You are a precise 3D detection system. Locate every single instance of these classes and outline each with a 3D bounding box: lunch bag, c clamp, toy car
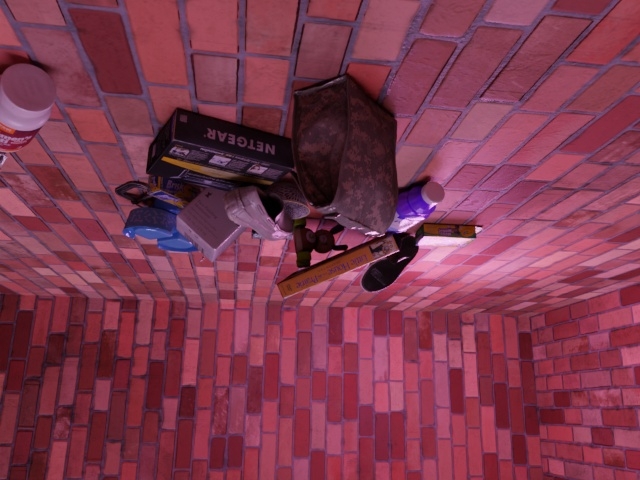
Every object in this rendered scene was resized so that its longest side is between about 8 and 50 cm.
[{"bbox_3d":[0.055,-0.159,1.239,0.169,0.287,0.235,-10,161,32],"label":"lunch bag"},{"bbox_3d":[-0.563,-0.142,1.798,0.137,0.022,0.161,26,152,-34],"label":"c clamp"},{"bbox_3d":[0.000,0.000,2.041,0.188,0.155,0.149,-7,164,-5],"label":"toy car"}]

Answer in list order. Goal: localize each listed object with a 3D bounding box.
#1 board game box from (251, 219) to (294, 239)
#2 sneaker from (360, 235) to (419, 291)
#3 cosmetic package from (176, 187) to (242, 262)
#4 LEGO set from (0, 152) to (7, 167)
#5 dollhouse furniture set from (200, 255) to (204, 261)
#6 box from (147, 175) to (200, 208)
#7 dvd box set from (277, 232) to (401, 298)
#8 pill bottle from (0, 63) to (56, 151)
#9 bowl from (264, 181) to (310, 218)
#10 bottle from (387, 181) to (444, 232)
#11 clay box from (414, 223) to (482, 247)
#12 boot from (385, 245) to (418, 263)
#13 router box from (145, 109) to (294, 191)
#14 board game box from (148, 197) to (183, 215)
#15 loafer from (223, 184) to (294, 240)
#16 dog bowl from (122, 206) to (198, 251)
[{"bbox_3d":[-0.144,-0.061,1.815,0.126,0.186,0.026,1,121,0],"label":"board game box"},{"bbox_3d":[0.222,0.088,2.192,0.295,0.124,0.178,-39,-166,-26],"label":"sneaker"},{"bbox_3d":[-0.302,-0.063,1.685,0.151,0.183,0.151,42,160,0],"label":"cosmetic package"},{"bbox_3d":[-0.935,-0.243,1.415,0.132,0.107,0.287,-44,141,16],"label":"LEGO set"},{"bbox_3d":[-0.462,0.056,2.357,0.091,0.081,0.114,4,163,-9],"label":"dollhouse furniture set"},{"bbox_3d":[-0.433,-0.144,1.718,0.054,0.059,0.169,-11,160,30],"label":"box"},{"bbox_3d":[0.077,0.076,2.016,0.420,0.062,0.307,-23,-179,12],"label":"dvd box set"},{"bbox_3d":[-0.631,-0.271,1.193,0.121,0.121,0.221,14,159,-37],"label":"pill bottle"},{"bbox_3d":[-0.114,-0.125,1.724,0.170,0.080,0.170,0,164,0],"label":"bowl"},{"bbox_3d":[0.276,-0.100,1.761,0.118,0.092,0.283,2,164,-21],"label":"bottle"},{"bbox_3d":[0.468,-0.015,2.107,0.222,0.053,0.127,3,164,-5],"label":"clay box"},{"bbox_3d":[0.277,0.042,1.984,0.106,0.037,0.114,-24,-176,3],"label":"boot"},{"bbox_3d":[-0.253,-0.208,1.453,0.309,0.081,0.243,11,162,-30],"label":"router box"},{"bbox_3d":[-0.460,-0.089,1.926,0.210,0.047,0.160,10,161,-25],"label":"board game box"},{"bbox_3d":[-0.141,-0.074,1.574,0.111,0.112,0.319,-24,163,17],"label":"loafer"},{"bbox_3d":[-0.512,-0.033,1.905,0.166,0.074,0.297,-7,160,28],"label":"dog bowl"}]
